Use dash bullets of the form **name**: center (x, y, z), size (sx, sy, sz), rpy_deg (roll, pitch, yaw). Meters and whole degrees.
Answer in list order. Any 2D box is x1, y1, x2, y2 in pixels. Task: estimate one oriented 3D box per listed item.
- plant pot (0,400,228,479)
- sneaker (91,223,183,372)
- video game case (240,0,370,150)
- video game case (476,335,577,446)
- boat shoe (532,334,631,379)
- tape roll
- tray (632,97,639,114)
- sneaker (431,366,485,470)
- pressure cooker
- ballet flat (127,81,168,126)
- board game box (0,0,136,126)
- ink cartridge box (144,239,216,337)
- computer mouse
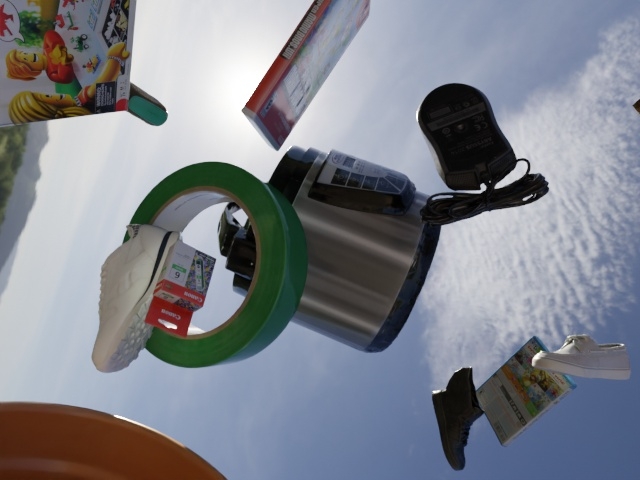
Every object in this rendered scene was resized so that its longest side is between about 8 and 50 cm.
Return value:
- **plant pot**: center (-0.206, 0.274, 0.306), size (0.291, 0.291, 0.203), rpy_deg (22, -93, 55)
- **sneaker**: center (-0.282, 0.078, 0.662), size (0.090, 0.095, 0.235), rpy_deg (110, -6, -52)
- **video game case**: center (-0.010, -0.278, 0.680), size (0.285, 0.025, 0.204), rpy_deg (-56, 176, 1)
- **video game case**: center (0.356, 0.266, 0.802), size (0.166, 0.015, 0.119), rpy_deg (-54, -157, 21)
- **boat shoe**: center (0.401, 0.175, 0.688), size (0.066, 0.184, 0.063), rpy_deg (154, -57, -72)
- **tape roll**: center (-0.179, 0.037, 0.726), size (0.321, 0.077, 0.321), rpy_deg (-5, -103, 23)
- **tray**: center (0.693, -0.121, 0.705), size (0.076, 0.411, 0.203), rpy_deg (-52, -141, 44)
- **sneaker**: center (0.262, 0.327, 0.831), size (0.089, 0.051, 0.170), rpy_deg (-24, -115, 28)
- **pressure cooker**: center (-0.002, 0.006, 0.955), size (0.370, 0.420, 0.375), rpy_deg (106, 7, -74)
- **ballet flat**: center (-0.425, -0.316, 0.969), size (0.073, 0.206, 0.067), rpy_deg (-49, -130, 4)
- **board game box**: center (-0.299, -0.256, 0.477), size (0.053, 0.193, 0.305), rpy_deg (54, -39, 17)
- **ink cartridge box**: center (-0.184, 0.064, 0.601), size (0.029, 0.063, 0.115), rpy_deg (-30, -139, 41)
- **computer mouse**: center (0.236, -0.144, 0.747), size (0.188, 0.072, 0.272), rpy_deg (-16, -121, 14)
